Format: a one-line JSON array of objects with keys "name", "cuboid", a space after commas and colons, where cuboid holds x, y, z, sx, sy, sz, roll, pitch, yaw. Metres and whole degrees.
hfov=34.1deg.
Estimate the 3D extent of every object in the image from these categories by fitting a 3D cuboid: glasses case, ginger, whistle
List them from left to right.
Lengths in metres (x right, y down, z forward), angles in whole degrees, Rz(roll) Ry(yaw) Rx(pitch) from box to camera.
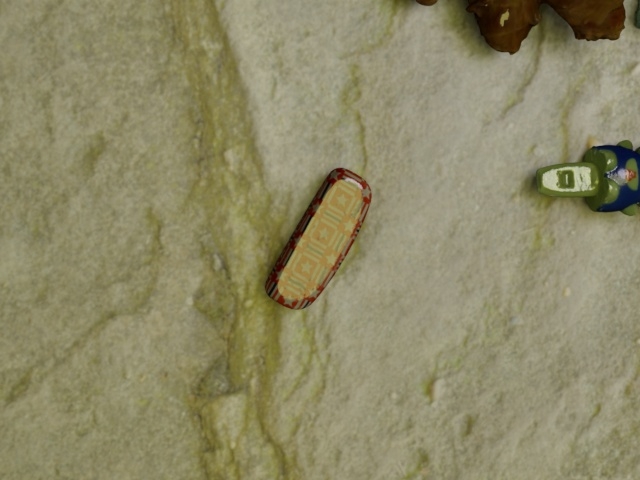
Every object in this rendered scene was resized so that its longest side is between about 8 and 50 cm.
[{"name": "glasses case", "cuboid": [0.000, 0.000, 1.349, 0.073, 0.049, 0.194, 31, 89, -12]}, {"name": "ginger", "cuboid": [0.245, -0.383, 1.288, 0.358, 0.152, 0.274, 28, 100, -13]}, {"name": "whistle", "cuboid": [0.399, -0.085, 1.392, 0.228, 0.085, 0.105, -2, 85, -9]}]

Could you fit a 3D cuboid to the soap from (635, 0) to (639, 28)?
[{"name": "soap", "cuboid": [0.505, -0.368, 1.399, 0.115, 0.063, 0.198, 20, 91, -9]}]
